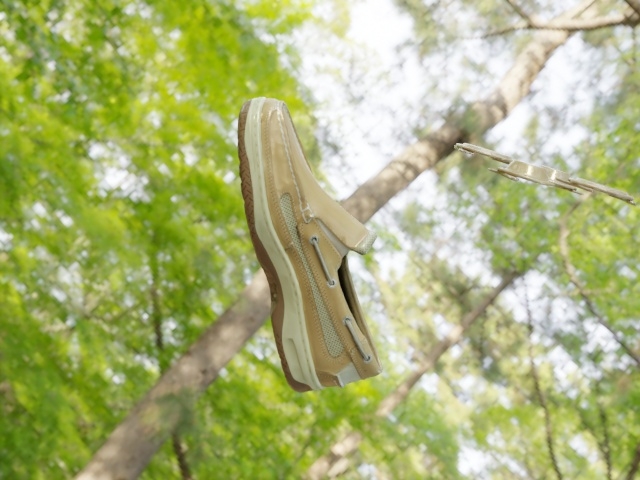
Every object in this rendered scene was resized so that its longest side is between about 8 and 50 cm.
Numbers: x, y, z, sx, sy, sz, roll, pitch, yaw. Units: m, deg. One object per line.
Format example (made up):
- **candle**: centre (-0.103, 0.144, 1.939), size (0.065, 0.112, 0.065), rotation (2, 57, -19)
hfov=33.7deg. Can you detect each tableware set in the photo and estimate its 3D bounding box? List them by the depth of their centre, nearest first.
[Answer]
- **tableware set**: centre (0.217, -0.063, 1.038), size (0.169, 0.020, 0.141), rotation (13, 9, -20)

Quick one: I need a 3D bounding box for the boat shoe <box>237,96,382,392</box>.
- **boat shoe**: centre (0.000, 0.000, 0.658), size (0.072, 0.068, 0.190), rotation (-9, -73, 14)
